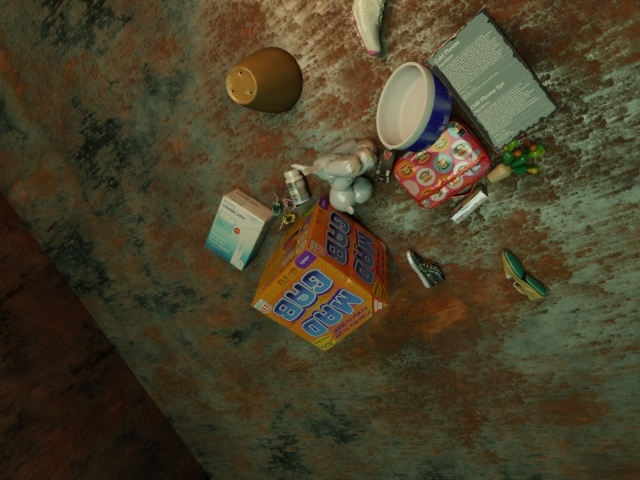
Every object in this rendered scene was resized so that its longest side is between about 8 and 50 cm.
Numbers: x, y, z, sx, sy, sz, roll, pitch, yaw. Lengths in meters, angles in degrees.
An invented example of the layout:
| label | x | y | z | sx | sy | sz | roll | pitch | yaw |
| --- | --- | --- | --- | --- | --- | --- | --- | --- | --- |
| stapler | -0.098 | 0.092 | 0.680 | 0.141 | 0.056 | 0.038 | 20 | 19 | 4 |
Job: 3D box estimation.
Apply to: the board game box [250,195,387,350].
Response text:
| label | x | y | z | sx | sy | sz | roll | pitch | yaw |
| --- | --- | --- | --- | --- | --- | --- | --- | --- | --- |
| board game box | 0.009 | 0.129 | 1.552 | 0.356 | 0.356 | 0.356 | 35 | 123 | -16 |

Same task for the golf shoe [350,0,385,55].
| label | x | y | z | sx | sy | sz | roll | pitch | yaw |
| --- | --- | --- | --- | --- | --- | --- | --- | --- | --- |
| golf shoe | 0.162 | -0.755 | 1.269 | 0.140 | 0.115 | 0.306 | -10 | 110 | 22 |

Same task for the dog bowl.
| label | x | y | z | sx | sy | sz | roll | pitch | yaw |
| --- | --- | --- | --- | --- | --- | --- | --- | --- | --- |
| dog bowl | 0.293 | -0.420 | 1.282 | 0.104 | 0.265 | 0.265 | 4 | 123 | -25 |

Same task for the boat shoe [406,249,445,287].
| label | x | y | z | sx | sy | sz | roll | pitch | yaw |
| --- | --- | --- | --- | --- | --- | --- | --- | --- | --- |
| boat shoe | 0.420 | 0.101 | 1.596 | 0.083 | 0.065 | 0.183 | -29 | 106 | 28 |

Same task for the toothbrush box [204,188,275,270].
| label | x | y | z | sx | sy | sz | roll | pitch | yaw |
| --- | --- | --- | --- | --- | --- | --- | --- | --- | --- |
| toothbrush box | -0.362 | -0.048 | 1.802 | 0.216 | 0.126 | 0.295 | 34 | 120 | 4 |

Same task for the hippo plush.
| label | x | y | z | sx | sy | sz | roll | pitch | yaw |
| --- | --- | --- | --- | --- | --- | --- | --- | --- | --- |
| hippo plush | 0.098 | -0.209 | 1.463 | 0.294 | 0.234 | 0.236 | -28 | 120 | -13 |

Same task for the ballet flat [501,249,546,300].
| label | x | y | z | sx | sy | sz | roll | pitch | yaw |
| --- | --- | --- | --- | --- | --- | --- | --- | --- | --- |
| ballet flat | 0.730 | 0.137 | 1.478 | 0.232 | 0.080 | 0.073 | 46 | 137 | -2 |

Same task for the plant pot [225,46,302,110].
| label | x | y | z | sx | sy | sz | roll | pitch | yaw |
| --- | --- | --- | --- | --- | --- | --- | --- | --- | --- |
| plant pot | -0.220 | -0.559 | 1.430 | 0.237 | 0.254 | 0.237 | 9 | 118 | 18 |

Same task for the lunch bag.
| label | x | y | z | sx | sy | sz | roll | pitch | yaw |
| --- | --- | --- | --- | --- | --- | --- | --- | --- | --- |
| lunch bag | 0.429 | -0.252 | 1.397 | 0.258 | 0.120 | 0.293 | 47 | 123 | -9 |

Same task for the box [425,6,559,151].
| label | x | y | z | sx | sy | sz | roll | pitch | yaw |
| --- | --- | --- | --- | --- | --- | --- | --- | --- | --- |
| box | 0.484 | -0.460 | 1.138 | 0.179 | 0.343 | 0.312 | -38 | 97 | 33 |

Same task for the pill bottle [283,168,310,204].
| label | x | y | z | sx | sy | sz | roll | pitch | yaw |
| --- | --- | --- | --- | --- | --- | --- | --- | --- | --- |
| pill bottle | -0.098 | -0.223 | 1.640 | 0.078 | 0.078 | 0.137 | -11 | 109 | 26 |

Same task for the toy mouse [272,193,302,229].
| label | x | y | z | sx | sy | sz | roll | pitch | yaw |
| --- | --- | --- | --- | --- | --- | --- | --- | --- | --- |
| toy mouse | -0.154 | -0.145 | 1.725 | 0.161 | 0.031 | 0.143 | -29 | 103 | 28 |

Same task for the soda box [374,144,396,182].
| label | x | y | z | sx | sy | sz | roll | pitch | yaw |
| --- | --- | --- | --- | --- | --- | --- | --- | --- | --- |
| soda box | 0.240 | -0.295 | 1.427 | 0.053 | 0.060 | 0.169 | 15 | 78 | 13 |

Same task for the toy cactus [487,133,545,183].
| label | x | y | z | sx | sy | sz | roll | pitch | yaw |
| --- | --- | --- | --- | --- | --- | --- | --- | --- | --- |
| toy cactus | 0.618 | -0.258 | 1.284 | 0.180 | 0.219 | 0.112 | -37 | 59 | 28 |

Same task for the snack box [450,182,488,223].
| label | x | y | z | sx | sy | sz | roll | pitch | yaw |
| --- | --- | --- | --- | --- | --- | --- | --- | --- | --- |
| snack box | 0.526 | -0.132 | 1.417 | 0.037 | 0.100 | 0.141 | 41 | 121 | -1 |
